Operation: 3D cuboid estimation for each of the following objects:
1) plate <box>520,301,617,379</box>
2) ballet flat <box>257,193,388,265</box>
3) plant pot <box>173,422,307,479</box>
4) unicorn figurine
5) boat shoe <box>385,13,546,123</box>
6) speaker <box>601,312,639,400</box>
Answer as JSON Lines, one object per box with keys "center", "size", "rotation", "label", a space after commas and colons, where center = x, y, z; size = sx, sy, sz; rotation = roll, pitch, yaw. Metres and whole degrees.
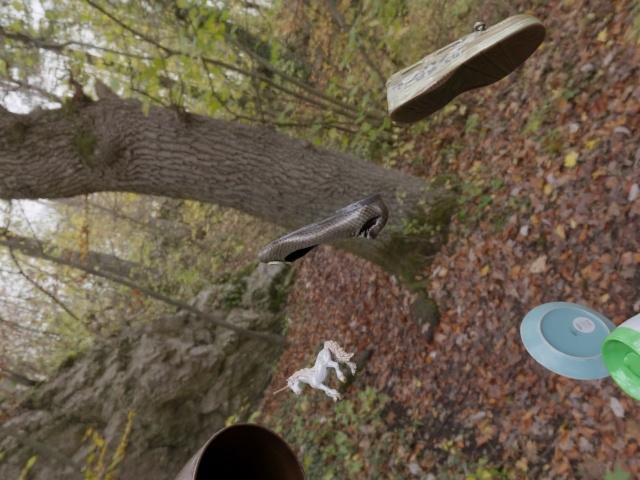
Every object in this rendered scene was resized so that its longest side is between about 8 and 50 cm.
{"center": [0.477, 0.178, 1.017], "size": [0.188, 0.187, 0.024], "rotation": [-79, -14, -49], "label": "plate"}
{"center": [0.000, 0.000, 0.799], "size": [0.249, 0.058, 0.084], "rotation": [-24, 0, 37], "label": "ballet flat"}
{"center": [-0.170, 0.439, 0.865], "size": [0.230, 0.215, 0.216], "rotation": [-39, 24, 32], "label": "plant pot"}
{"center": [0.002, 0.265, 1.057], "size": [0.162, 0.111, 0.060], "rotation": [-59, -25, 5], "label": "unicorn figurine"}
{"center": [0.226, -0.298, 0.902], "size": [0.285, 0.104, 0.090], "rotation": [-23, 66, 34], "label": "boat shoe"}
{"center": [0.594, 0.137, 0.834], "size": [0.131, 0.296, 0.131], "rotation": [157, 90, -80], "label": "speaker"}
